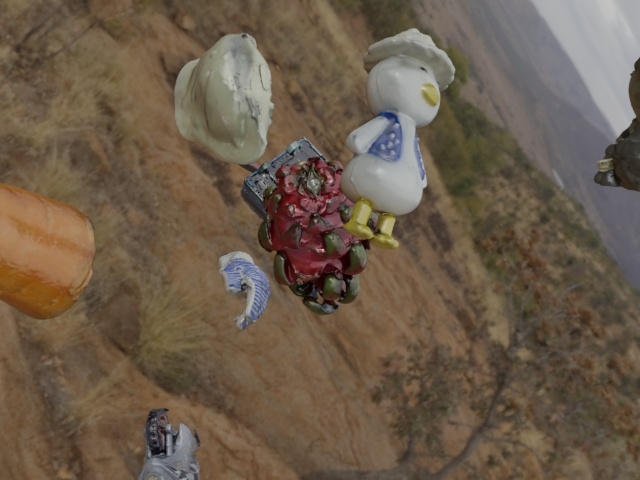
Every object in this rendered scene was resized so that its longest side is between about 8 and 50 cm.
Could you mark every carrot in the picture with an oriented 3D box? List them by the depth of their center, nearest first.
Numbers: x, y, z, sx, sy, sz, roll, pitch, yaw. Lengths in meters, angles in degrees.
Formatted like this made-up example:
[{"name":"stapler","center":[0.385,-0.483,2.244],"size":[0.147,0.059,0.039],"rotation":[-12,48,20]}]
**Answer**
[{"name":"carrot","center":[-0.402,-0.009,0.850],"size":[0.225,0.159,0.159],"rotation":[44,26,-59]}]

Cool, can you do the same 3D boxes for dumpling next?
[{"name":"dumpling","center":[-0.214,-0.300,1.446],"size":[0.187,0.243,0.318],"rotation":[49,32,-56]}]

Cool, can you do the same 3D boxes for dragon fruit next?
[{"name":"dragon fruit","center":[-0.002,-0.004,1.193],"size":[0.198,0.218,0.272],"rotation":[-3,78,-81]}]

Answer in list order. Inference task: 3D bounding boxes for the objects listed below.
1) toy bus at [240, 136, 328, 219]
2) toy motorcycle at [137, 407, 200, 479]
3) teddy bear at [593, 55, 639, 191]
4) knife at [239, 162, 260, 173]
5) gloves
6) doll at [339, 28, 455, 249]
[{"name":"toy bus","center":[-0.079,-0.126,1.468],"size":[0.185,0.106,0.090],"rotation":[-39,84,-30]},{"name":"toy motorcycle","center":[-0.232,0.358,1.104],"size":[0.215,0.080,0.122],"rotation":[77,9,-50]},{"name":"teddy bear","center":[0.521,-0.193,1.025],"size":[0.144,0.171,0.251],"rotation":[-97,-167,-69]},{"name":"knife","center":[-0.127,-0.152,1.756],"size":[0.247,0.035,0.018],"rotation":[31,30,-27]},{"name":"gloves","center":[-0.153,0.093,1.376],"size":[0.119,0.097,0.229],"rotation":[41,17,-31]},{"name":"doll","center":[0.093,-0.136,0.858],"size":[0.138,0.119,0.293],"rotation":[26,68,-35]}]
